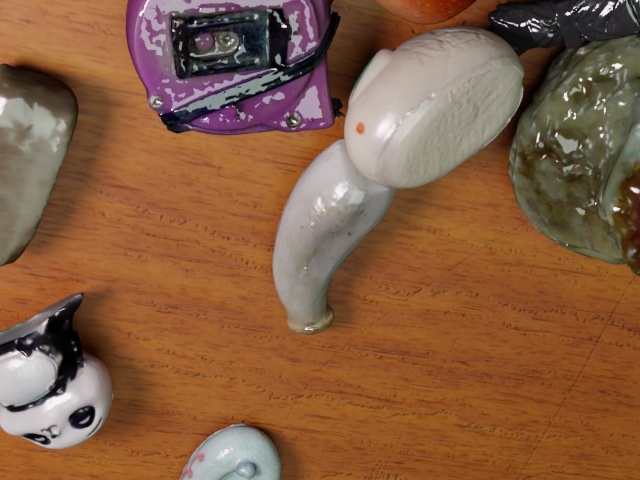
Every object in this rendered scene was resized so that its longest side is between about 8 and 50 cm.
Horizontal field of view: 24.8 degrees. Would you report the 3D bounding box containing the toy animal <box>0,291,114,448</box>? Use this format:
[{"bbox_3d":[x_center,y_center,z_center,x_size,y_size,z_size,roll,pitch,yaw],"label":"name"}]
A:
[{"bbox_3d":[-0.325,0.169,1.774,0.166,0.138,0.179,-18,114,18],"label":"toy animal"}]

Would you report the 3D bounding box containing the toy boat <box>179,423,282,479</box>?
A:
[{"bbox_3d":[-0.122,0.340,1.932,0.134,0.079,0.208,19,113,-15],"label":"toy boat"}]

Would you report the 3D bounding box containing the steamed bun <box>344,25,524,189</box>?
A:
[{"bbox_3d":[0.119,-0.161,1.677,0.228,0.131,0.177,-35,151,-15],"label":"steamed bun"}]

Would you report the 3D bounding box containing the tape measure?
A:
[{"bbox_3d":[-0.091,-0.231,1.609,0.245,0.149,0.232,-8,119,-6],"label":"tape measure"}]

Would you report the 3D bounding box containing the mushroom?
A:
[{"bbox_3d":[0.000,0.000,1.777,0.118,0.103,0.270,15,121,-19],"label":"mushroom"}]

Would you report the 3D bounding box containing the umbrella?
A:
[{"bbox_3d":[0.309,-0.261,1.672,0.235,0.059,0.066,-10,130,25],"label":"umbrella"}]

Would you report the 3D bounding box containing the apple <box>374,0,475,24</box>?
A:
[{"bbox_3d":[0.110,-0.328,1.579,0.168,0.181,0.181,40,104,-21],"label":"apple"}]

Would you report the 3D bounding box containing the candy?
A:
[{"bbox_3d":[-0.356,-0.083,1.663,0.104,0.102,0.234,17,111,-18],"label":"candy"}]

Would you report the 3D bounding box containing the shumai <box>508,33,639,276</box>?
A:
[{"bbox_3d":[0.434,-0.088,1.681,0.397,0.323,0.324,-21,116,2],"label":"shumai"}]
